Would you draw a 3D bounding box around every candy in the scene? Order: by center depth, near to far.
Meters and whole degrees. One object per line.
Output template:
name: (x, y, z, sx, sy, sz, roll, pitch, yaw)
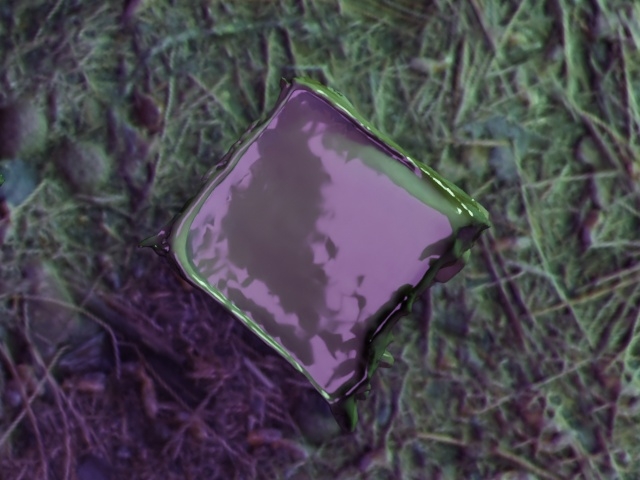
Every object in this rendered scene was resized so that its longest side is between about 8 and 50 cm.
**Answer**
candy: (0.000, 0.000, 1.120, 0.195, 0.137, 0.185, 38, 92, -1)

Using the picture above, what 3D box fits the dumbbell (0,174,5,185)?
dumbbell: (-0.327, -0.121, 1.133, 0.254, 0.110, 0.110, 41, 92, -9)
